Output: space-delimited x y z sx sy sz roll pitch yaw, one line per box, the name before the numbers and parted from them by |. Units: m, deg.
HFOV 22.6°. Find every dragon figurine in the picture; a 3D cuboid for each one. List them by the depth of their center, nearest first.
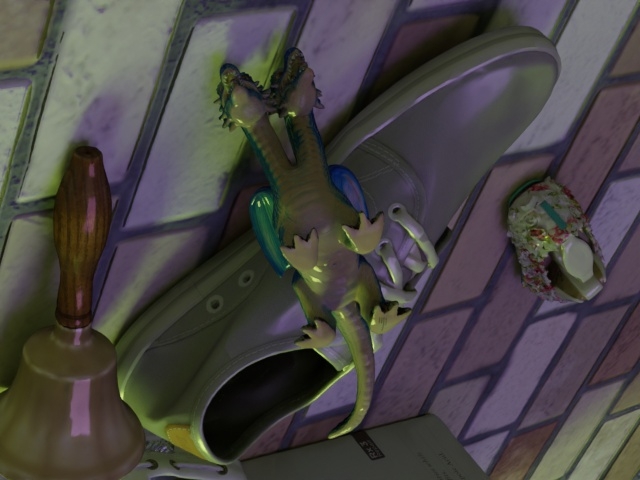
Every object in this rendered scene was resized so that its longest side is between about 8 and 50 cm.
dragon figurine | 0.000 0.000 1.148 0.085 0.144 0.289 -19 129 -2

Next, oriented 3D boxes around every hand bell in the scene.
hand bell | -0.172 0.043 1.125 0.126 0.126 0.242 -15 128 -38

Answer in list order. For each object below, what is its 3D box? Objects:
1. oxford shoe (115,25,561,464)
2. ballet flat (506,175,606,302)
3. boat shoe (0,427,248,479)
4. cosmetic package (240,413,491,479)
oxford shoe | 0.031 0.013 1.265 0.449 0.130 0.169 -43 148 0
ballet flat | 0.237 0.020 1.554 0.091 0.077 0.241 -43 151 2
boat shoe | -0.176 0.214 1.321 0.277 0.096 0.098 -15 142 -37
cosmetic package | 0.018 0.321 1.569 0.385 0.217 0.156 -8 135 -46
